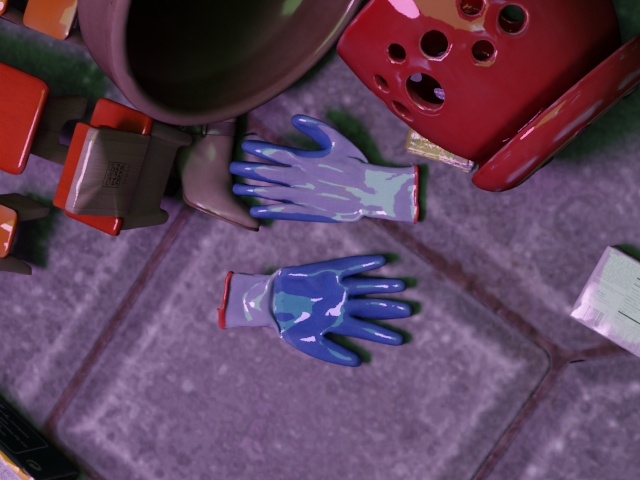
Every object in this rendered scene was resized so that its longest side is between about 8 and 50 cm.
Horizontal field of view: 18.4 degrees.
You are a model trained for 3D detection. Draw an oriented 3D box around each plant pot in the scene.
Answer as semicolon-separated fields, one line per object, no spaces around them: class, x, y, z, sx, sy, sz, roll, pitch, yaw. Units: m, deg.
plant pot;0.133;-0.141;1.462;0.191;0.191;0.174;-40;87;16
plant pot;-0.115;-0.256;1.547;0.229;0.263;0.263;42;105;34

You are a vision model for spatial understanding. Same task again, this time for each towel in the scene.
towel;0.104;-0.101;1.571;0.060;0.009;0.083;16;96;20

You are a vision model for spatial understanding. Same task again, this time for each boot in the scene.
boot;-0.088;-0.068;1.627;0.118;0.042;0.087;24;93;14

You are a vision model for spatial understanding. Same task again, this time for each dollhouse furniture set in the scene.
dollhouse furniture set;-0.247;-0.096;1.612;0.259;0.135;0.262;22;100;29

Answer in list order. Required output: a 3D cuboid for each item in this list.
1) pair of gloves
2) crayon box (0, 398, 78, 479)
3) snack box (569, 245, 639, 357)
pair of gloves;0.000;0.000;1.586;0.159;0.023;0.198;6;96;5
crayon box;-0.386;0.259;1.719;0.203;0.083;0.323;41;103;15
snack box;0.281;0.074;1.501;0.178;0.022;0.064;31;100;17
